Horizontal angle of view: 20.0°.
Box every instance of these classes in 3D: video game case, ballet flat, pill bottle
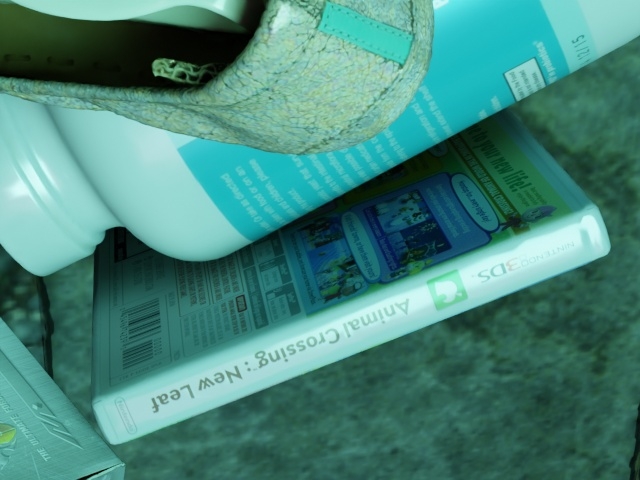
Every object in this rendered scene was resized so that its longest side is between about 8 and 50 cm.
[{"bbox_3d":[0.000,0.000,0.738,0.193,0.212,0.023,-21,108,0],"label":"video game case"},{"bbox_3d":[-0.117,-0.097,0.596,0.106,0.316,0.107,8,90,-65],"label":"ballet flat"},{"bbox_3d":[-0.015,-0.086,0.702,0.264,0.146,0.146,-29,130,6],"label":"pill bottle"}]

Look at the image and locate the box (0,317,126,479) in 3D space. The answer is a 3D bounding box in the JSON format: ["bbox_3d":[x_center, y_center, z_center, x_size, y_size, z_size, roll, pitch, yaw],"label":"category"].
[{"bbox_3d":[-0.170,0.095,0.746,0.056,0.231,0.183,-18,136,-34],"label":"box"}]
